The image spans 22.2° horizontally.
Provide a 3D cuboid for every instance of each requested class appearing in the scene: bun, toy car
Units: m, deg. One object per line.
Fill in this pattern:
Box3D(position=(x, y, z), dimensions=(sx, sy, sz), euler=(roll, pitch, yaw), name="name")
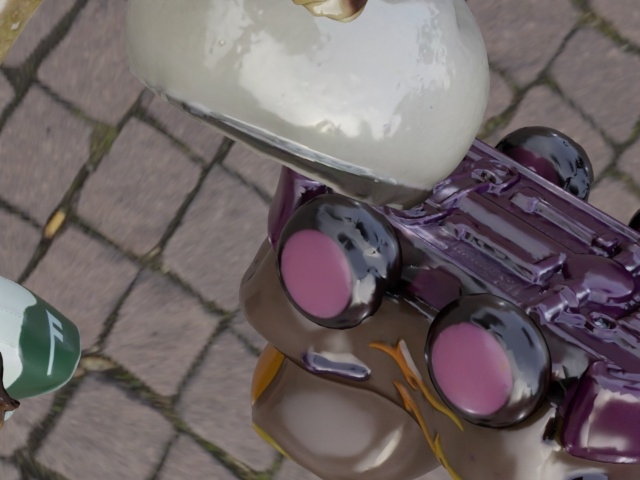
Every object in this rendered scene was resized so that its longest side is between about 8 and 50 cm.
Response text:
Box3D(position=(0.000, -0.099, 0.744), dimensions=(0.173, 0.173, 0.119), euler=(24, 101, -8), name="bun")
Box3D(position=(0.100, 0.074, 1.061), dimensions=(0.341, 0.240, 0.271), euler=(34, 34, 29), name="toy car")

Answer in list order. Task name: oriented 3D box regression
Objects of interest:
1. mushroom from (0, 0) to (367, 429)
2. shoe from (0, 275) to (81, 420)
Box3D(position=(-0.111, -0.105, 0.536), dimensions=(0.233, 0.208, 0.301), euler=(40, 79, 3), name="mushroom")
Box3D(position=(-0.321, 0.088, 1.264), dimensions=(0.160, 0.363, 0.131), euler=(26, 64, -32), name="shoe")
